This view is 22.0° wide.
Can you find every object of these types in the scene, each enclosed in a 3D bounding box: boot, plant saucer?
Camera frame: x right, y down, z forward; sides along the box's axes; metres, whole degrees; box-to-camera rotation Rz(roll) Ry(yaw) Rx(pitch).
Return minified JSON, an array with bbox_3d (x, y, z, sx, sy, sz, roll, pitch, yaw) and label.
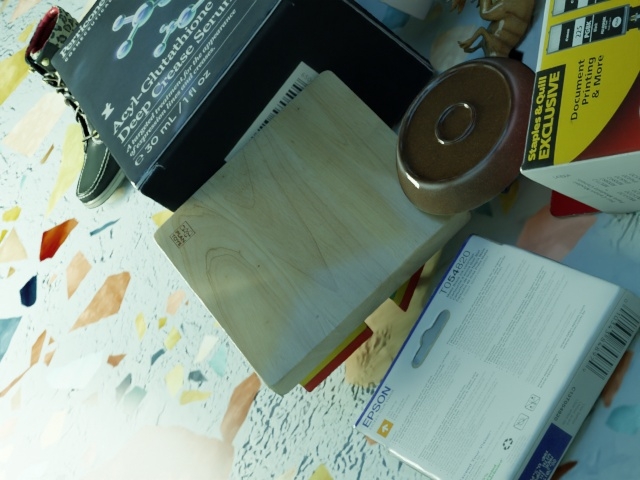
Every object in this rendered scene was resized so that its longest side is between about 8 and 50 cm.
[{"bbox_3d":[-0.321,-0.177,2.168,0.085,0.178,0.236,-14,51,45],"label":"boot"},{"bbox_3d":[0.132,-0.105,1.540,0.168,0.029,0.168,-24,49,32],"label":"plant saucer"}]

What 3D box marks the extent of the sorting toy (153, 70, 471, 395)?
[{"bbox_3d":[0.000,0.000,1.657,0.255,0.089,0.257,-44,49,2],"label":"sorting toy"}]

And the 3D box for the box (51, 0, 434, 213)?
[{"bbox_3d":[-0.103,-0.201,1.890,0.293,0.212,0.395,-52,33,7],"label":"box"}]

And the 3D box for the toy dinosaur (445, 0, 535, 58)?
[{"bbox_3d":[0.200,-0.246,1.702,0.112,0.064,0.212,32,98,38],"label":"toy dinosaur"}]

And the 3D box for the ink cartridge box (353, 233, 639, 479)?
[{"bbox_3d":[0.155,0.116,1.451,0.223,0.045,0.224,-58,33,-4],"label":"ink cartridge box"}]

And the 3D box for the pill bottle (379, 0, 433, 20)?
[{"bbox_3d":[0.113,-0.381,1.771,0.265,0.153,0.153,-64,33,8],"label":"pill bottle"}]

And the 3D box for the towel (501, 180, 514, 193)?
[{"bbox_3d":[0.163,-0.093,1.631,0.067,0.029,0.119,-53,33,2],"label":"towel"}]

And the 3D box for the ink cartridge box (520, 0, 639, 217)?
[{"bbox_3d":[0.283,-0.189,1.433,0.271,0.130,0.310,-9,65,48],"label":"ink cartridge box"}]
